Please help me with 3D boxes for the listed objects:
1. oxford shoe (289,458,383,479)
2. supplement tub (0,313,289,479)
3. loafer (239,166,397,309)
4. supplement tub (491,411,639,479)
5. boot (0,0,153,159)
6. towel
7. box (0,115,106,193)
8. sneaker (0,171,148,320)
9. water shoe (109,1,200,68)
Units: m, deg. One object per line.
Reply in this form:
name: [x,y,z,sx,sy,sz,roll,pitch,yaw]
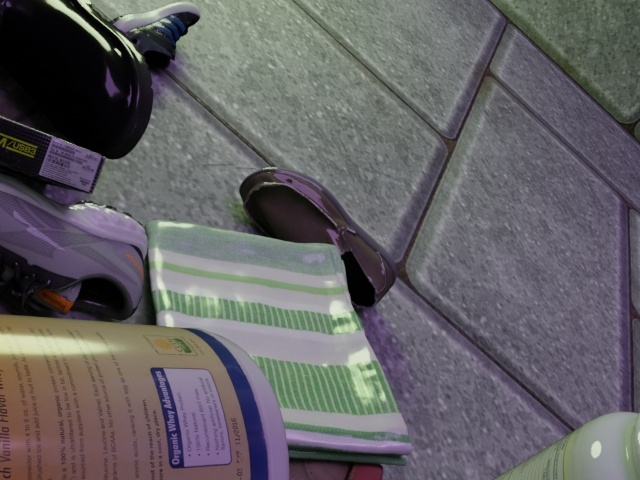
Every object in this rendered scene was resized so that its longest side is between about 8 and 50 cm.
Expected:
oxford shoe: [-0.056,0.297,0.702,0.130,0.123,0.348,27,29,7]
supplement tub: [-0.204,0.164,0.555,0.316,0.228,0.228,11,47,-41]
loafer: [0.000,0.000,1.068,0.251,0.094,0.087,36,30,-14]
supplement tub: [0.282,0.319,0.824,0.235,0.325,0.235,28,37,-24]
boot: [-0.361,-0.227,0.884,0.348,0.131,0.260,50,25,26]
towel: [-0.053,0.095,0.868,0.247,0.038,0.325,9,35,-23]
box: [-0.321,-0.097,0.774,0.190,0.045,0.184,21,-2,-31]
sneaker: [-0.280,0.009,0.760,0.271,0.100,0.108,15,49,-37]
water shoe: [-0.233,-0.281,1.157,0.203,0.073,0.080,-38,106,-52]
